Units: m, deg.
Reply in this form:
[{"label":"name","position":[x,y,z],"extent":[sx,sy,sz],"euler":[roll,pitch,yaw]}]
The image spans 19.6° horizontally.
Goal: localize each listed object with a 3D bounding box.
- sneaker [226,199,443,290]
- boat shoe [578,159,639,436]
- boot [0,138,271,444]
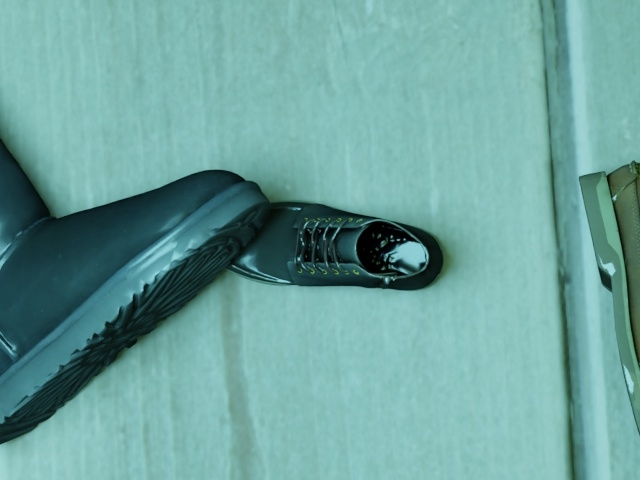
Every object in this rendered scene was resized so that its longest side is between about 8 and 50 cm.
[{"label":"sneaker","position":[0.000,0.000,1.698],"extent":[0.222,0.118,0.083],"euler":[3,85,8]},{"label":"boat shoe","position":[0.313,0.076,1.652],"extent":[0.104,0.111,0.307],"euler":[-13,83,8]},{"label":"boot","position":[-0.308,-0.089,1.719],"extent":[0.367,0.146,0.445],"euler":[-39,78,15]}]
